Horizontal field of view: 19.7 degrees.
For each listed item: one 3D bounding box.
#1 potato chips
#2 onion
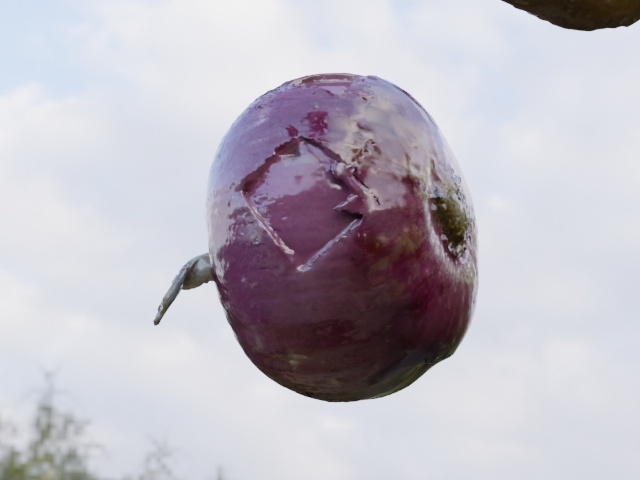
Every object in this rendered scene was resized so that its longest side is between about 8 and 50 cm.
[{"bbox_3d":[0.228,-0.253,1.567,0.202,0.150,0.049,14,3,-37],"label":"potato chips"},{"bbox_3d":[0.010,-0.001,0.977,0.177,0.177,0.153,20,-12,-42],"label":"onion"}]
